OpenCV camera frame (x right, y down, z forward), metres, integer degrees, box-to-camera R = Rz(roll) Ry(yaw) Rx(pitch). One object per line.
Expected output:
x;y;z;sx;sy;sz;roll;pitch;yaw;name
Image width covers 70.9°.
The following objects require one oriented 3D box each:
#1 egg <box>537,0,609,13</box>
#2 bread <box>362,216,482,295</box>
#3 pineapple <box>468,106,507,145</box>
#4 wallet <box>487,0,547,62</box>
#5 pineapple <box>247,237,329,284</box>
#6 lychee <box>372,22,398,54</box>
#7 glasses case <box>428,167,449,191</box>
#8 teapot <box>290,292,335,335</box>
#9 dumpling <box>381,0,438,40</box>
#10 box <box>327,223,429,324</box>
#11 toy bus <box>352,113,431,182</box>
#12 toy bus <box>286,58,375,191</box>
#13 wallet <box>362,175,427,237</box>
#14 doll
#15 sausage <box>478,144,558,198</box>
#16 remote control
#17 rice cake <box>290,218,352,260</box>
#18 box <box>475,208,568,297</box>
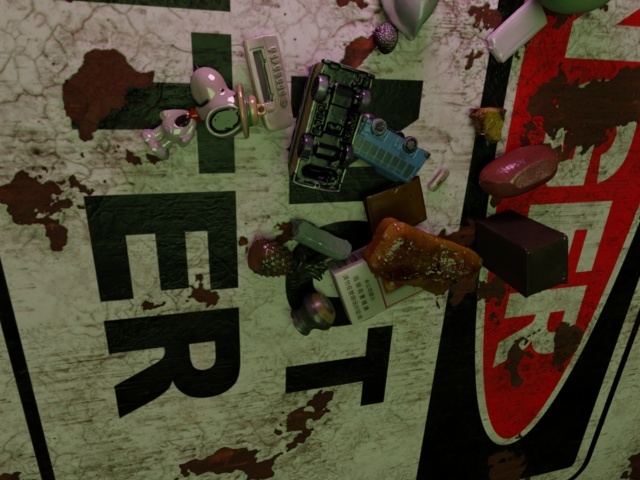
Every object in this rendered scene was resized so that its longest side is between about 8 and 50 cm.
0.672;-0.712;1.169;0.269;0.220;0.221;1;112;-20;egg
0.314;0.067;1.353;0.380;0.109;0.185;18;105;-25;bread
0.516;-0.362;1.366;0.116;0.069;0.137;-46;126;-1;pineapple
0.563;-0.601;1.289;0.190;0.033;0.095;-40;116;2;wallet
-0.089;0.070;1.343;0.251;0.125;0.125;13;108;-32;pineapple
0.171;-0.530;1.184;0.083;0.068;0.067;-54;158;6;lychee
0.372;-0.190;1.411;0.032;0.021;0.083;34;99;-25;glasses case
-0.015;0.237;1.429;0.119;0.131;0.165;-34;151;15;teapot
0.236;-0.626;1.149;0.104;0.149;0.217;8;103;-53;dumpling
0.209;0.106;1.448;0.330;0.095;0.210;-24;117;-8;box
0.180;-0.259;1.272;0.233;0.116;0.134;23;104;-22;toy bus
0.008;-0.297;1.165;0.143;0.179;0.306;8;109;-22;toy bus
0.232;-0.103;1.397;0.195;0.042;0.161;-23;121;-9;wallet
-0.288;-0.288;1.117;0.208;0.144;0.271;39;94;-6;doll
0.634;-0.217;1.418;0.254;0.148;0.148;-29;117;-6;sausage
-0.131;-0.399;1.150;0.090;0.049;0.231;-21;118;-20;remote control
0.001;0.000;1.345;0.206;0.069;0.063;27;66;-27;rice cake
0.639;0.036;1.447;0.143;0.273;0.184;-19;116;-9;box
